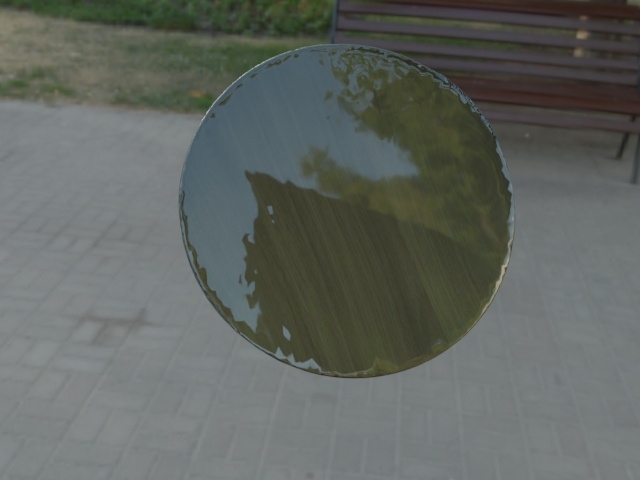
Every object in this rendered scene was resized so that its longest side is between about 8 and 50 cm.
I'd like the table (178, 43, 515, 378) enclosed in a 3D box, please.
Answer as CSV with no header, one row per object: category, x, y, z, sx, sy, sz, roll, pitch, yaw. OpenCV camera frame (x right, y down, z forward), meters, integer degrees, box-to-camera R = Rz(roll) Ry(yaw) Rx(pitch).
table,0.000,0.000,0.565,0.167,0.167,0.226,0,-9,-8
